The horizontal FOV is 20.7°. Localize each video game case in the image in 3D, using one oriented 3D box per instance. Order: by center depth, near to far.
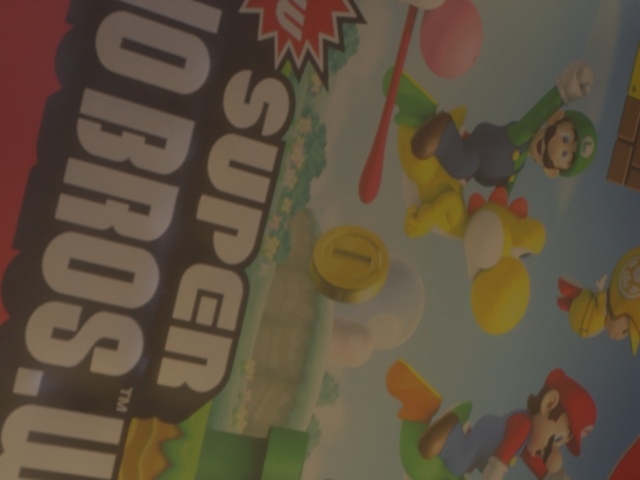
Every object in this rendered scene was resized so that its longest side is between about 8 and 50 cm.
[{"bbox_3d":[0.000,0.000,0.397,0.285,0.025,0.204,16,85,-40],"label":"video game case"}]
